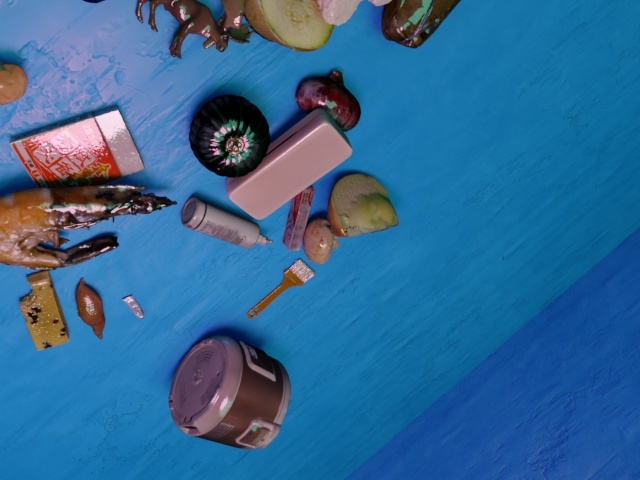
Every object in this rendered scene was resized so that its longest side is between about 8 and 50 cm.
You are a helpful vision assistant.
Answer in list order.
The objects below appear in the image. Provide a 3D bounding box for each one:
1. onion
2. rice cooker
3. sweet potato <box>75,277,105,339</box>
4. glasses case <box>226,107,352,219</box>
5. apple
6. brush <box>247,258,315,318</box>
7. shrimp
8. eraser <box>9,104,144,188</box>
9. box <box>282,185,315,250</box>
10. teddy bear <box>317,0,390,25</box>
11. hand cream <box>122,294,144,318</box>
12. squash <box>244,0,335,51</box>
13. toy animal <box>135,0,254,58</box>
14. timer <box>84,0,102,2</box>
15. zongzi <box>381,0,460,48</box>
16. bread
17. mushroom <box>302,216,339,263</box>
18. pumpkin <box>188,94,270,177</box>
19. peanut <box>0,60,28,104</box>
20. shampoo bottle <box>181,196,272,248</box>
[{"bbox_3d":[0.038,-0.362,1.221,0.205,0.098,0.151,9,119,-35],"label":"onion"},{"bbox_3d":[-0.277,0.498,1.504,0.335,0.335,0.325,-46,129,7],"label":"rice cooker"},{"bbox_3d":[-0.624,0.205,1.264,0.068,0.068,0.226,-14,129,-22],"label":"sweet potato"},{"bbox_3d":[-0.086,-0.196,1.226,0.336,0.076,0.144,-33,136,16],"label":"glasses case"},{"bbox_3d":[0.111,-0.108,1.435,0.264,0.120,0.194,-14,89,-41],"label":"apple"},{"bbox_3d":[-0.144,0.175,1.565,0.272,0.013,0.103,-41,133,3],"label":"brush"},{"bbox_3d":[-0.562,-0.029,1.094,0.444,0.085,0.272,-15,145,-18],"label":"shrimp"},{"bbox_3d":[-0.537,-0.194,1.041,0.230,0.038,0.157,-23,131,-14],"label":"eraser"},{"bbox_3d":[-0.068,-0.073,1.400,0.039,0.055,0.218,-4,125,-31],"label":"box"},{"bbox_3d":[0.028,-0.721,0.920,0.327,0.362,0.375,-30,165,-16],"label":"teddy bear"},{"bbox_3d":[-0.541,0.194,1.342,0.030,0.019,0.093,-25,125,-10],"label":"hand cream"},{"bbox_3d":[-0.060,-0.541,1.019,0.220,0.133,0.220,-14,122,-22],"label":"squash"},{"bbox_3d":[-0.255,-0.467,0.973,0.186,0.093,0.214,-48,125,-2],"label":"toy animal"},{"bbox_3d":[-0.275,-0.588,0.800,0.383,0.270,0.271,-29,135,-31],"label":"timer"},{"bbox_3d":[0.206,-0.669,1.066,0.360,0.160,0.323,34,103,-34],"label":"zongzi"},{"bbox_3d":[-0.723,0.186,1.200,0.087,0.049,0.226,-13,128,-22],"label":"bread"},{"bbox_3d":[0.000,0.000,1.439,0.112,0.148,0.148,-5,126,-8],"label":"mushroom"},{"bbox_3d":[-0.218,-0.250,1.121,0.201,0.140,0.202,-12,122,-19],"label":"pumpkin"},{"bbox_3d":[-0.685,-0.296,0.838,0.262,0.101,0.117,-13,153,-26],"label":"peanut"},{"bbox_3d":[-0.255,-0.038,1.293,0.262,0.085,0.085,24,108,-41],"label":"shampoo bottle"}]
